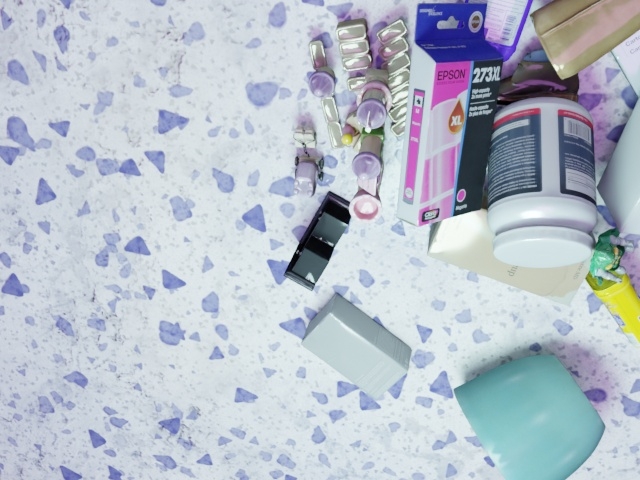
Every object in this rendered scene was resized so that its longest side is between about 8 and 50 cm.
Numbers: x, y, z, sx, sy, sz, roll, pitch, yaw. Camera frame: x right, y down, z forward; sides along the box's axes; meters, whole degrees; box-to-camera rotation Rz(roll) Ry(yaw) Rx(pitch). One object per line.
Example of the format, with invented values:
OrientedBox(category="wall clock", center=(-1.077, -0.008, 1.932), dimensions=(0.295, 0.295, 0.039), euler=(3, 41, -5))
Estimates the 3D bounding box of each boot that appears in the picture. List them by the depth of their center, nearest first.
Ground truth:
OrientedBox(category="boot", center=(0.480, -0.444, 1.135), dimensions=(0.269, 0.089, 0.236), euler=(-28, 78, 29))
OrientedBox(category="boot", center=(0.379, -0.311, 1.275), dimensions=(0.219, 0.082, 0.106), euler=(7, 96, 13))

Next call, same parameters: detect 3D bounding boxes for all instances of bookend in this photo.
OrientedBox(category="bookend", center=(0.000, 0.000, 1.453), dimensions=(0.072, 0.157, 0.156), euler=(29, 119, -4))

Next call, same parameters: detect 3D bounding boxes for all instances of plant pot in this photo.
OrientedBox(category="plant pot", center=(0.474, 0.392, 1.486), dimensions=(0.235, 0.293, 0.293), euler=(-36, 105, 8))

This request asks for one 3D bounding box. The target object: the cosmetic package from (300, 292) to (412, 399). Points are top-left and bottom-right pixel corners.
OrientedBox(category="cosmetic package", center=(0.086, 0.252, 1.595), dimensions=(0.238, 0.107, 0.127), euler=(40, 118, -6))

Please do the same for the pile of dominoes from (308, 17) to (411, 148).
OrientedBox(category="pile of dominoes", center=(0.093, -0.316, 1.354), dimensions=(0.195, 0.040, 0.251), euler=(-5, 123, 14))

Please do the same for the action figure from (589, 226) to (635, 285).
OrientedBox(category="action figure", center=(0.530, 0.030, 1.225), dimensions=(0.063, 0.232, 0.137), euler=(20, 100, 29))

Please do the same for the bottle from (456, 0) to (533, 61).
OrientedBox(category="bottle", center=(0.328, -0.465, 1.181), dimensions=(0.118, 0.092, 0.283), euler=(18, 119, 10))

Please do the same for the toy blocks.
OrientedBox(category="toy blocks", center=(0.079, -0.162, 1.276), dimensions=(0.308, 0.260, 0.289), euler=(6, 124, 7))

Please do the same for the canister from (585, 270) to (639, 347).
OrientedBox(category="canister", center=(0.628, 0.127, 1.398), dimensions=(0.073, 0.126, 0.170), euler=(-34, 107, 17))

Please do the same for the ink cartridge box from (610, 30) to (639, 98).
OrientedBox(category="ink cartridge box", center=(0.665, -0.401, 1.156), dimensions=(0.324, 0.071, 0.330), euler=(-32, 107, 25))

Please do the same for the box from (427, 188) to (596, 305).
OrientedBox(category="box", center=(0.391, 0.001, 1.387), dimensions=(0.310, 0.121, 0.148), euler=(19, 118, 3))

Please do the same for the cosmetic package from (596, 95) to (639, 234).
OrientedBox(category="cosmetic package", center=(0.658, -0.189, 1.140), dimensions=(0.217, 0.156, 0.385), euler=(7, 131, -6))

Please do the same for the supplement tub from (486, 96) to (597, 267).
OrientedBox(category="supplement tub", center=(0.402, -0.103, 1.227), dimensions=(0.191, 0.273, 0.191), euler=(5, 162, 2))

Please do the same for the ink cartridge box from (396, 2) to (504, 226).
OrientedBox(category="ink cartridge box", center=(0.228, -0.217, 1.170), dimensions=(0.069, 0.175, 0.371), euler=(26, 122, 47))
